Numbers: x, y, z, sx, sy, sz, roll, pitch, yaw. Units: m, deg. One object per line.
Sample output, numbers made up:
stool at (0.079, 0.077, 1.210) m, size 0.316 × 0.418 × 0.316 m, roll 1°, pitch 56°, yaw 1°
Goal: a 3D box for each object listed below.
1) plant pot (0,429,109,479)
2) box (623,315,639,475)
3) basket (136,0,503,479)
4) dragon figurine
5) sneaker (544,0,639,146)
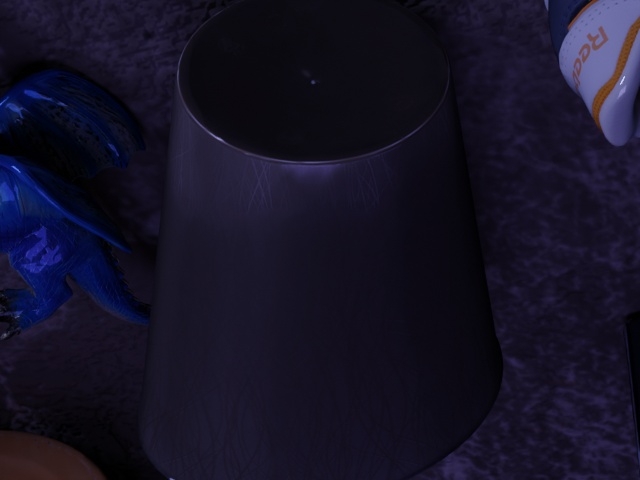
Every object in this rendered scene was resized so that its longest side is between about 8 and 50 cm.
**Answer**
plant pot at (-0.207, 0.254, 1.226) m, size 0.291 × 0.291 × 0.203 m, roll -4°, pitch 123°, yaw 6°
box at (0.368, 0.148, 1.138) m, size 0.296 × 0.182 × 0.294 m, roll -20°, pitch 135°, yaw 23°
basket at (0.000, 0.000, 0.992) m, size 0.204 × 0.154 × 0.227 m, roll -18°, pitch 138°, yaw -17°
dragon figurine at (-0.142, -0.027, 1.009) m, size 0.289 × 0.085 × 0.144 m, roll 29°, pitch 133°, yaw -28°
sneaker at (0.263, -0.081, 0.908) m, size 0.321 × 0.127 × 0.126 m, roll 1°, pitch 139°, yaw -2°
